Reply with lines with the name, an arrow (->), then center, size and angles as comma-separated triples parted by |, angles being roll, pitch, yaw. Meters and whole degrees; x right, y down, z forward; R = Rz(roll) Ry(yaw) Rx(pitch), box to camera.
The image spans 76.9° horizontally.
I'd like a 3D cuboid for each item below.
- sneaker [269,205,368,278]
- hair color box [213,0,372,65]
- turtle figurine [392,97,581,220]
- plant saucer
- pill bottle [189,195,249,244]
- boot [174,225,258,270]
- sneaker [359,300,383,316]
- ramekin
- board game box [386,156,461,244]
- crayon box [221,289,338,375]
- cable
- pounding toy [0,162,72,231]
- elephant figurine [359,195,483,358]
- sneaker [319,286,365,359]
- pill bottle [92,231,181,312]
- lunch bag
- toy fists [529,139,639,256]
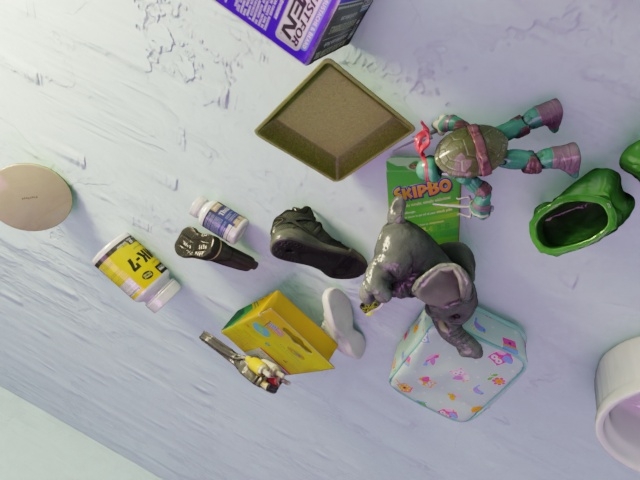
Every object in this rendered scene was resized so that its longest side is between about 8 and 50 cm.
sneaker -> 0.000, 0.000, 0.828 | 0.228, 0.130, 0.087 | 20, 130, -26
hair color box -> -0.101, -0.383, 0.525 | 0.339, 0.185, 0.110 | 36, 129, -3
turtle figurine -> 0.227, -0.117, 0.582 | 0.235, 0.118, 0.175 | -13, 87, 17
plant saucer -> 0.021, -0.192, 0.654 | 0.188, 0.045, 0.189 | 26, 142, -32
pill bottle -> -0.227, -0.048, 0.898 | 0.120, 0.067, 0.067 | 32, 130, 1
boot -> -0.255, 0.031, 0.970 | 0.137, 0.076, 0.198 | 29, 172, -41
sneaker -> 0.116, 0.140, 0.900 | 0.035, 0.031, 0.083 | 36, 130, -2
ramekin -> 0.635, 0.290, 0.704 | 0.278, 0.135, 0.276 | 13, 127, 17
board game box -> 0.190, -0.036, 0.739 | 0.124, 0.039, 0.259 | 4, 127, 21
crayon box -> -0.098, 0.236, 0.988 | 0.202, 0.081, 0.319 | 45, 144, -10
cable -> -0.196, 0.311, 1.063 | 0.288, 0.072, 0.139 | 24, 162, 37
pounding toy -> -0.784, -0.133, 1.056 | 0.237, 0.110, 0.182 | 17, 104, -33
elephant figurine -> 0.202, 0.071, 0.697 | 0.240, 0.169, 0.186 | 20, 154, 11
sneaker -> 0.031, 0.200, 0.959 | 0.094, 0.080, 0.212 | 2, 126, 37
pill bottle -> -0.485, 0.089, 1.080 | 0.208, 0.119, 0.119 | 46, 129, -12
lunch bag -> 0.287, 0.259, 0.859 | 0.224, 0.107, 0.279 | 23, 130, 4
toy fists -> 0.417, -0.075, 0.543 | 0.279, 0.142, 0.096 | -41, 69, 39
